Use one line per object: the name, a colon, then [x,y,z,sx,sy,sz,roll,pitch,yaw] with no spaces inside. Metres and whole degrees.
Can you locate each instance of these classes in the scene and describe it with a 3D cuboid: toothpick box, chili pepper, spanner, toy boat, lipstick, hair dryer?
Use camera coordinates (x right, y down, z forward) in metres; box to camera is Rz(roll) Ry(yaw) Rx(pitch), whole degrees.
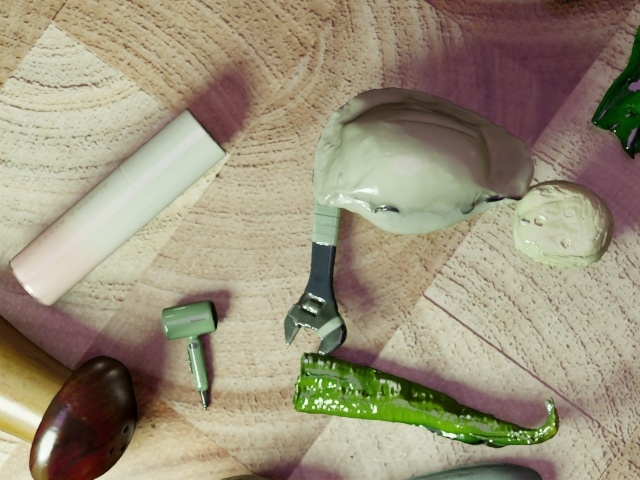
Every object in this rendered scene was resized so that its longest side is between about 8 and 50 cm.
toothpick box: [-0.389,0.205,1.721,0.294,0.192,0.192,26,88,14]
chili pepper: [0.137,0.217,1.706,0.359,0.076,0.085,9,90,14]
spanner: [0.000,0.000,1.756,0.087,0.024,0.316,0,77,18]
toy boat: [0.166,0.340,1.696,0.260,0.085,0.078,-10,84,-5]
chili pepper: [0.440,-0.220,1.719,0.098,0.061,0.224,23,86,2]
lipstick: [-0.279,-0.045,1.777,0.327,0.087,0.087,-41,81,2]
hair dryer: [-0.170,0.160,1.769,0.071,0.047,0.150,-10,90,5]

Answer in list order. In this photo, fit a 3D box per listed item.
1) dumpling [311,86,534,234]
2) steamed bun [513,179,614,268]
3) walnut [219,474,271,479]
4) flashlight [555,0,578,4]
dumpling: [0.131,-0.112,1.714,0.243,0.175,0.227,20,47,-22]
steamed bun: [0.319,-0.021,1.698,0.130,0.091,0.112,10,84,7]
walnut: [-0.121,0.400,1.679,0.230,0.178,0.178,-35,81,-7]
flashlight: [0.314,-0.440,1.743,0.093,0.093,0.232,-22,82,5]
